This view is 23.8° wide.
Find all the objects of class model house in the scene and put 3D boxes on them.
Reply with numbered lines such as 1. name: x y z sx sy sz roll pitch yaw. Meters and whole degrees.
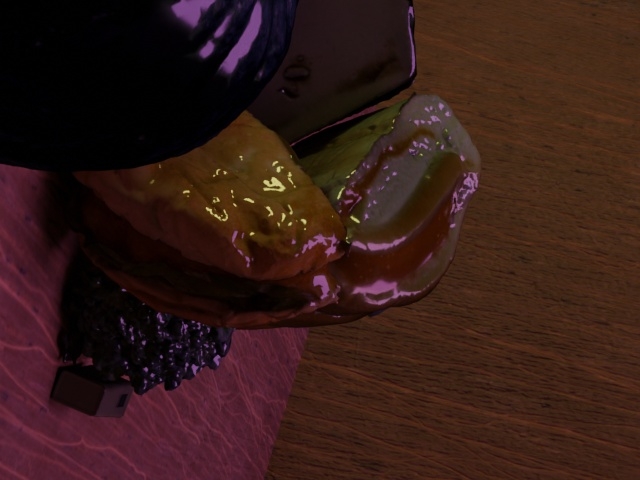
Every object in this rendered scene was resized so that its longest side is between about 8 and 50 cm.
1. model house: -0.048 -0.266 1.849 0.282 0.297 0.317 -146 -135 -74

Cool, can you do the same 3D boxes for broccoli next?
1. broccoli: -0.176 0.050 1.662 0.274 0.177 0.198 -86 178 -56

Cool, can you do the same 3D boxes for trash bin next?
1. trash bin: -0.246 0.164 1.635 0.092 0.061 0.043 18 94 -79

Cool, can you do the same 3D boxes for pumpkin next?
1. pumpkin: -0.144 -0.215 0.892 0.363 0.266 0.363 5 90 -80

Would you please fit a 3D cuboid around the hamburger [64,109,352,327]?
1. hamburger: -0.142 -0.034 1.472 0.209 0.330 0.162 -12 136 -33

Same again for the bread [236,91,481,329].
1. bread: 0.000 0.000 1.785 0.210 0.341 0.300 61 39 -14
